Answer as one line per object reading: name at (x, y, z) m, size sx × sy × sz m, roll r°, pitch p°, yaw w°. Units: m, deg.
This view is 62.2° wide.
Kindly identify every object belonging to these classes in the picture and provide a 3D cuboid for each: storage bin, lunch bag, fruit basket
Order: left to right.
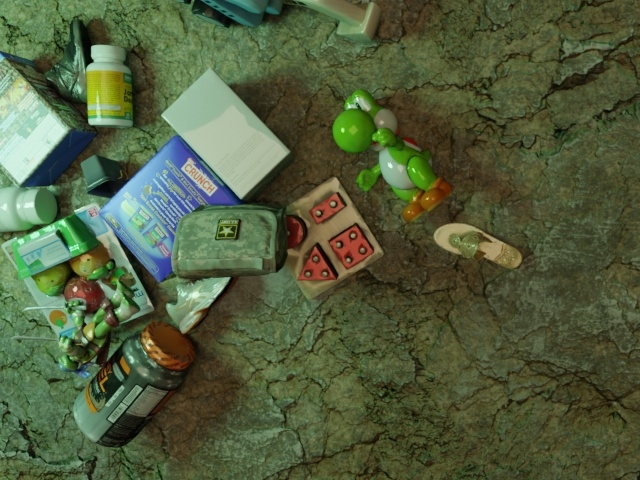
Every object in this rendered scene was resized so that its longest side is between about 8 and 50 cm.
fruit basket at (-0.700, 0.109, 1.523) m, size 0.327 × 0.165 × 0.353 m, roll -21°, pitch 98°, yaw 10°
storage bin at (-0.599, -0.185, 1.489) m, size 0.098 × 0.135 × 0.091 m, roll -27°, pitch 84°, yaw 10°
lunch bag at (-0.205, 0.004, 1.271) m, size 0.235 × 0.287 × 0.169 m, roll -1°, pitch 105°, yaw 1°

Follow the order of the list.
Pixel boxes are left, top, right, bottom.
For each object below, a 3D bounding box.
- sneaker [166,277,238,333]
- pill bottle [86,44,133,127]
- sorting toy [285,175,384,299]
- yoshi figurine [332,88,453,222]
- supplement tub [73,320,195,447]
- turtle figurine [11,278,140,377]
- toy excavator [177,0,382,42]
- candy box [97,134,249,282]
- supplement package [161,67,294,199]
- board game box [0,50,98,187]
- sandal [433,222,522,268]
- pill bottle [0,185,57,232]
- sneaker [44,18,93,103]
sneaker at (-0.344, 0.143, 1.514) m, size 0.121 × 0.099 × 0.262 m, roll 44°, pitch 100°, yaw 5°
pill bottle at (-0.578, -0.419, 1.456) m, size 0.117 × 0.117 × 0.208 m, roll 2°, pitch 97°, yaw 7°
sorting toy at (0.000, 0.000, 1.450) m, size 0.255 × 0.089 × 0.257 m, roll -32°, pitch 93°, yaw 11°
yoshi figurine at (0.157, -0.211, 1.353) m, size 0.203 × 0.203 × 0.362 m, roll -37°, pitch 89°, yaw 17°
supplement tub at (-0.524, 0.404, 1.514) m, size 0.207 × 0.207 × 0.338 m, roll 42°, pitch 100°, yaw 1°
turtle figurine at (-0.634, 0.207, 1.400) m, size 0.266 × 0.198 × 0.274 m, roll -42°, pitch 91°, yaw -7°
toy excavator at (-0.124, -0.618, 1.299) m, size 0.445 × 0.433 × 0.222 m, roll 27°, pitch 101°, yaw 32°
candy box at (-0.401, -0.087, 1.476) m, size 0.317 × 0.122 × 0.268 m, roll -41°, pitch 90°, yaw 12°
supplement package at (-0.232, -0.267, 1.393) m, size 0.177 × 0.175 × 0.293 m, roll -43°, pitch 91°, yaw 2°
board game box at (-0.828, -0.331, 1.489) m, size 0.232 × 0.141 × 0.291 m, roll -43°, pitch 90°, yaw 11°
sandal at (0.420, 0.016, 1.401) m, size 0.240 × 0.079 × 0.088 m, roll 20°, pitch 100°, yaw 5°
pill bottle at (-0.896, -0.090, 1.535) m, size 0.229 × 0.131 × 0.131 m, roll -5°, pitch 97°, yaw 8°
sneaker at (-0.703, -0.497, 1.474) m, size 0.130 × 0.087 × 0.227 m, roll 1°, pitch 103°, yaw -3°
